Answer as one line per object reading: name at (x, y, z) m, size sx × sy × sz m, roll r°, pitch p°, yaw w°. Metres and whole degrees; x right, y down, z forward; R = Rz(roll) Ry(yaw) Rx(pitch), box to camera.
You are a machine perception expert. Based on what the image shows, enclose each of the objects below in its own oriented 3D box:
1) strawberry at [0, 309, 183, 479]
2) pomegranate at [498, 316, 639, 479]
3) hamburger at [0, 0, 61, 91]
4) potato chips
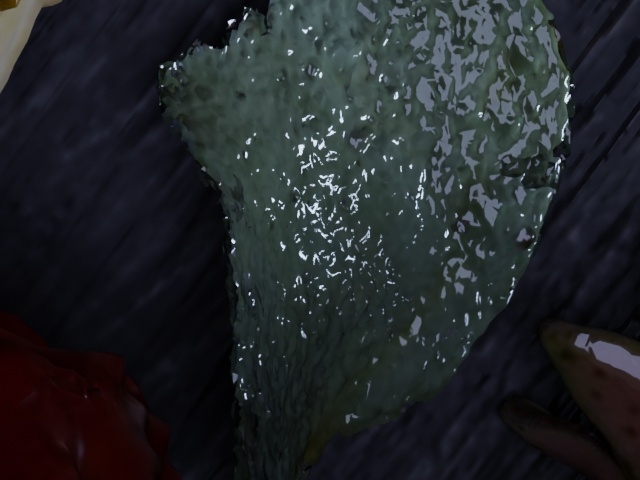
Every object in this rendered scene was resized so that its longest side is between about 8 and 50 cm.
strawberry at (-0.219, 0.123, 0.484) m, size 0.345 × 0.295 × 0.317 m, roll 30°, pitch 126°, yaw 8°
pomegranate at (0.193, 0.171, 0.583) m, size 0.290 × 0.323 × 0.291 m, roll -20°, pitch 129°, yaw -27°
hamburger at (-0.182, -0.107, 0.333) m, size 0.302 × 0.170 × 0.302 m, roll 2°, pitch 107°, yaw 8°
potato chips at (0.006, 0.002, 0.571) m, size 0.228 × 0.059 × 0.167 m, roll -54°, pitch 129°, yaw -30°
